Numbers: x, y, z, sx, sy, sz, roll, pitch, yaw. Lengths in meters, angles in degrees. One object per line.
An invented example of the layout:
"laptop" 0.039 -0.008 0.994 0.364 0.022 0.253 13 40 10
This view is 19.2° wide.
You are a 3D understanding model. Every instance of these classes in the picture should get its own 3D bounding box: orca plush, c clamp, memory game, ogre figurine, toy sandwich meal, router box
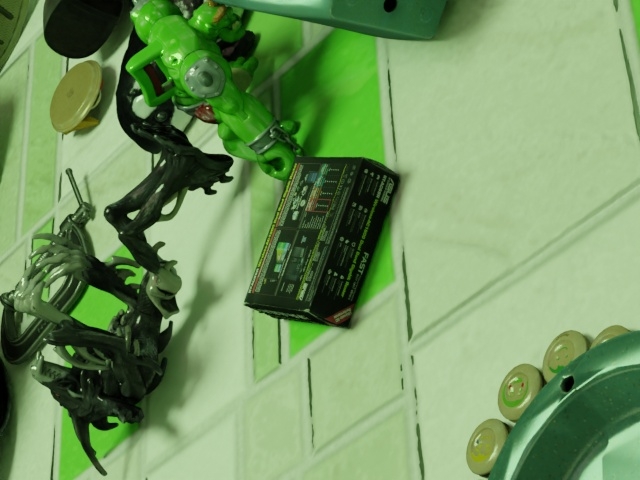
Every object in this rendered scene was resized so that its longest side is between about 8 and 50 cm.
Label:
"orca plush" -0.114 -0.220 1.633 0.287 0.102 0.151 -54 33 17
"c clamp" -0.253 0.033 1.748 0.161 0.022 0.137 -52 39 17
"memory game" 0.141 0.135 1.093 0.186 0.012 0.186 -34 43 39
"ogre figurine" -0.090 -0.128 1.497 0.096 0.118 0.197 -28 47 15
"toy sandwich meal" -0.231 -0.135 1.822 0.085 0.029 0.086 -30 46 37
"router box" 0.000 0.000 1.372 0.092 0.038 0.122 6 73 57

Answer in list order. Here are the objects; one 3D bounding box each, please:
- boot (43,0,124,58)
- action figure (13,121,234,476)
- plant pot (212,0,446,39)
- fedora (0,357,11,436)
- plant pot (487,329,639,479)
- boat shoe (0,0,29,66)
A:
"boot" -0.179 -0.344 1.865 0.264 0.096 0.280 -52 26 34
"action figure" -0.171 0.039 1.494 0.164 0.141 0.276 -132 63 -75
"plant pot" -0.006 -0.241 1.414 0.234 0.165 0.166 32 109 47
"fedora" -0.448 0.121 1.675 0.334 0.334 0.153 -117 19 -52
"plant pot" 0.192 0.151 0.831 0.293 0.196 0.293 -34 43 40
"boat shoe" -0.422 -0.195 2.065 0.302 0.113 0.103 -58 38 13
